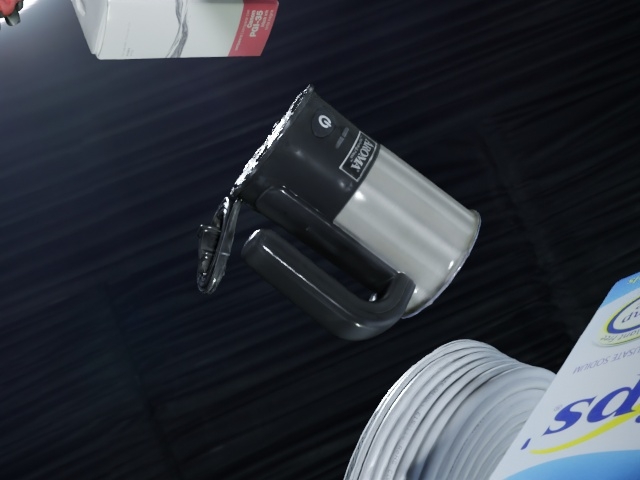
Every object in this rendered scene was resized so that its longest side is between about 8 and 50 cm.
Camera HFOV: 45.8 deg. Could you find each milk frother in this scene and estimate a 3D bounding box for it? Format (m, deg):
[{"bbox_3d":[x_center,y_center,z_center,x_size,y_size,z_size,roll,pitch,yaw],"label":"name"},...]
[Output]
[{"bbox_3d":[0.000,0.000,0.489,0.134,0.129,0.143,37,158,-10],"label":"milk frother"}]

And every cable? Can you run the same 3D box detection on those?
[{"bbox_3d":[0.117,0.212,0.596,0.089,0.257,0.257,10,107,46],"label":"cable"}]

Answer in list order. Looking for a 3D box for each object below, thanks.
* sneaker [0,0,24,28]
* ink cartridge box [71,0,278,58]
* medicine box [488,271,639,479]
[{"bbox_3d":[-0.348,-0.204,0.590,0.276,0.097,0.135,-62,-32,-55],"label":"sneaker"},{"bbox_3d":[-0.241,-0.402,1.215,0.207,0.282,0.117,64,145,26],"label":"ink cartridge box"},{"bbox_3d":[0.269,0.102,0.411,0.263,0.289,0.149,-33,92,46],"label":"medicine box"}]
